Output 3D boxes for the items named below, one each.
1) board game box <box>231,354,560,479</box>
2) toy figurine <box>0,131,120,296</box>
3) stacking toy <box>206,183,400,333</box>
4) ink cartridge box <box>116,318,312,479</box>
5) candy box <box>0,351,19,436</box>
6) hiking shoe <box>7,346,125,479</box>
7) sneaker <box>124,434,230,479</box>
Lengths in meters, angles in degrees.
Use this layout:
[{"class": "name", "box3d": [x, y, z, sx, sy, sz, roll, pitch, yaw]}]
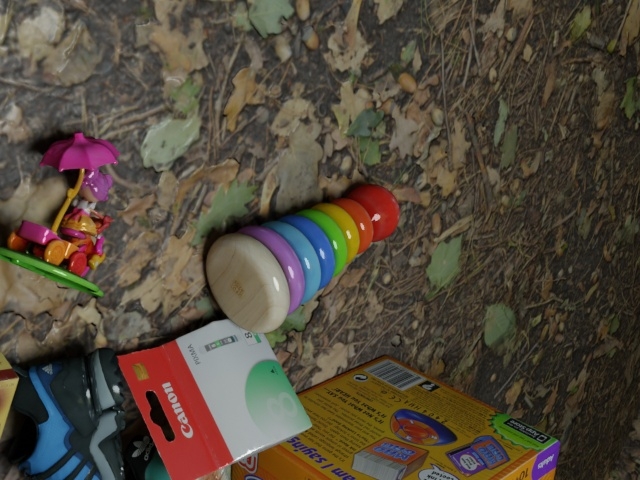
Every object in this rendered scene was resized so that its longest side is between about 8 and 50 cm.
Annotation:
[{"class": "board game box", "box3d": [0.105, 0.451, 1.295, 0.356, 0.356, 0.356, -15, 117, -42]}, {"class": "toy figurine", "box3d": [-0.264, -0.034, 0.896, 0.173, 0.130, 0.159, 52, 56, -68]}, {"class": "stacking toy", "box3d": [0.000, 0.000, 1.171, 0.330, 0.141, 0.141, -31, 127, -41]}, {"class": "ink cartridge box", "box3d": [-0.130, 0.195, 1.057, 0.056, 0.181, 0.225, -38, 162, 29]}, {"class": "candy box", "box3d": [-0.395, 0.209, 0.856, 0.109, 0.053, 0.186, -2, 125, -47]}, {"class": "hiking shoe", "box3d": [-0.305, 0.261, 0.993, 0.132, 0.113, 0.304, -2, 116, -17]}, {"class": "sneaker", "box3d": [-0.197, 0.354, 1.140, 0.302, 0.121, 0.108, 93, 22, -48]}]
